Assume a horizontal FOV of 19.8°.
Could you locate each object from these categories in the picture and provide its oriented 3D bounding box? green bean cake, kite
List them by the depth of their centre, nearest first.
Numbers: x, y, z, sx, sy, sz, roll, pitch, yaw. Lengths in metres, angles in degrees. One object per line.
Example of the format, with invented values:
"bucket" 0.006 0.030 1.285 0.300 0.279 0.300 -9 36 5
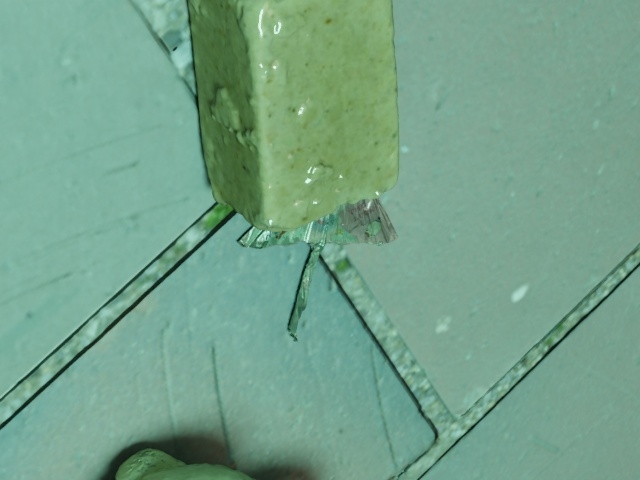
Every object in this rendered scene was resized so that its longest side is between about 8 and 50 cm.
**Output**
"green bean cake" -0.015 -0.103 1.148 0.109 0.085 0.179 -21 127 -27
"kite" 0.000 0.000 1.272 0.139 0.011 0.156 2 113 -36

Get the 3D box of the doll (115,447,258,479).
"doll" -0.027 0.260 1.257 0.149 0.175 0.278 -25 133 34
